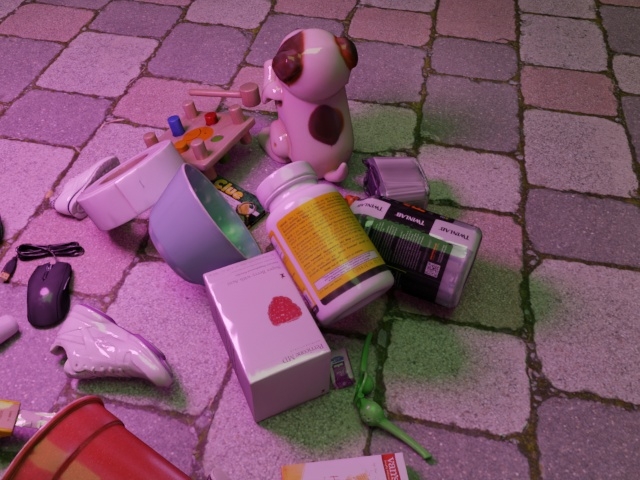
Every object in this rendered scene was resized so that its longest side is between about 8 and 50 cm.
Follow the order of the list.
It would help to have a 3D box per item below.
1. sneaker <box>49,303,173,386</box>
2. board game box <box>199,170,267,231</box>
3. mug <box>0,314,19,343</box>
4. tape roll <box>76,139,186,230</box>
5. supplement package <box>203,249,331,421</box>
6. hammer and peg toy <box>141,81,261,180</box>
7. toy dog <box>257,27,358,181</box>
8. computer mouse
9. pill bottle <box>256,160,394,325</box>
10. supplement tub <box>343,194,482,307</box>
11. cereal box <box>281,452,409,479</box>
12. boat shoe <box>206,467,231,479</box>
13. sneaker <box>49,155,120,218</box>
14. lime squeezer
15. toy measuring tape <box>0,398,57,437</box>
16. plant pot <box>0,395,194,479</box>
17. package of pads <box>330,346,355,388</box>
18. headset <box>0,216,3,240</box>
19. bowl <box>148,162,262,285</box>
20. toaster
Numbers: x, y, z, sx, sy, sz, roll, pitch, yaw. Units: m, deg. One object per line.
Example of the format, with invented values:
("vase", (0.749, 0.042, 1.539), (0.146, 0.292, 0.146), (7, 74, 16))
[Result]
("sneaker", (-0.451, 0.259, 1.270), (0.305, 0.114, 0.152), (23, 65, 24))
("board game box", (-0.279, -0.112, 1.641), (0.260, 0.030, 0.136), (29, 51, 23))
("mug", (-0.730, 0.196, 1.337), (0.078, 0.062, 0.064), (40, 51, 22))
("tape roll", (-0.480, -0.145, 1.521), (0.286, 0.100, 0.286), (-26, 22, 11))
("supplement package", (-0.116, 0.199, 1.265), (0.178, 0.175, 0.293), (-19, 51, -17))
("hammer and peg toy", (-0.334, -0.331, 1.747), (0.266, 0.127, 0.361), (11, 47, 28))
("toy dog", (-0.034, -0.393, 1.643), (0.285, 0.407, 0.395), (-9, 49, -8))
("computer mouse", (-0.696, 0.091, 1.429), (0.184, 0.060, 0.262), (-2, 48, -4))
("pill bottle", (0.000, 0.000, 1.285), (0.188, 0.188, 0.333), (-26, 76, -22))
("supplement tub", (0.197, 0.016, 1.415), (0.338, 0.207, 0.207), (20, 51, 15))
("cereal box", (0.053, 0.494, 1.088), (0.240, 0.047, 0.173), (-5, 49, -6))
("boat shoe", (-0.170, 0.486, 1.100), (0.125, 0.038, 0.046), (40, 17, 23))
("sneaker", (-0.653, -0.163, 1.646), (0.095, 0.090, 0.235), (11, 47, 22))
("lime squeezer", (0.120, 0.322, 1.240), (0.110, 0.058, 0.310), (-14, 49, -13))
("toy measuring tape", (-0.626, 0.372, 1.175), (0.330, 0.121, 0.121), (14, 45, -19))
("plant pot", (-0.357, 0.451, 0.997), (0.265, 0.272, 0.272), (27, 53, 11))
("package of pads", (0.043, 0.279, 1.288), (0.050, 0.032, 0.083), (-20, 49, 5))
("headset", (-1.006, -0.027, 1.446), (0.394, 0.185, 0.243), (-20, 50, -33))
("bowl", (-0.289, -0.014, 1.403), (0.163, 0.311, 0.311), (-35, 53, 3))
("toaster", (0.207, -0.147, 1.618), (0.147, 0.129, 0.227), (-5, 46, -10))
